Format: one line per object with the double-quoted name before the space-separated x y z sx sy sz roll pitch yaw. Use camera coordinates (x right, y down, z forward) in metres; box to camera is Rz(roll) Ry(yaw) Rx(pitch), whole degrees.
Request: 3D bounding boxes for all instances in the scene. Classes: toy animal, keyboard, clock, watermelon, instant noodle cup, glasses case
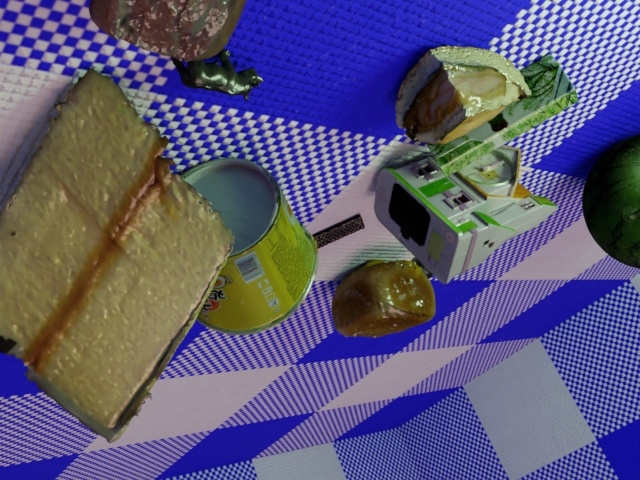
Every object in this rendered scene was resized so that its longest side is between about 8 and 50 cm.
"toy animal" -0.133 -0.225 0.986 0.136 0.065 0.047 3 145 -45
"keyboard" 0.000 0.000 1.589 0.205 0.013 0.061 -25 154 1
"clock" 0.301 -0.088 1.446 0.310 0.235 0.166 -22 141 -27
"watermelon" 0.805 -0.092 1.744 0.363 0.363 0.363 -19 154 -10
"instant noodle cup" -0.148 0.001 1.215 0.264 0.264 0.200 -23 146 -3
"glasses case" 0.325 -0.230 1.333 0.272 0.095 0.062 -31 149 13

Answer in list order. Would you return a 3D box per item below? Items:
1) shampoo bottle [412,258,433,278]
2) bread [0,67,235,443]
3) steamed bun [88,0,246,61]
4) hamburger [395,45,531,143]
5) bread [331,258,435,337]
"shampoo bottle" 0.263 0.078 1.915 0.064 0.057 0.207 1 144 -43
"bread" -0.307 0.044 1.015 0.405 0.346 0.242 -42 -165 47
"steamed bun" -0.162 -0.279 0.809 0.175 0.106 0.145 0 146 -36
"hamburger" 0.237 -0.251 1.218 0.208 0.135 0.155 -25 175 -33
"bread" 0.145 0.141 1.808 0.196 0.176 0.246 10 154 -34
